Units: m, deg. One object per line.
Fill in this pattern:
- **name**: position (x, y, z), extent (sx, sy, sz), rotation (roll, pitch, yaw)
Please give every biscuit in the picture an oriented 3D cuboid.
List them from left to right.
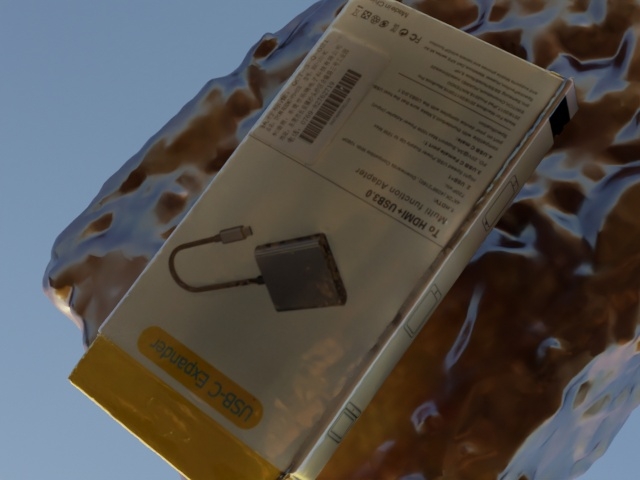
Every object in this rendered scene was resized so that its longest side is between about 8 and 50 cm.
- **biscuit**: position (0.058, 0.000, 0.685), extent (0.395, 0.342, 0.166), rotation (-44, -35, -4)

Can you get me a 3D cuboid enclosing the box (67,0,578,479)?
- **box**: position (0.000, 0.000, 0.524), extent (0.129, 0.033, 0.247), rotation (33, -99, 28)
